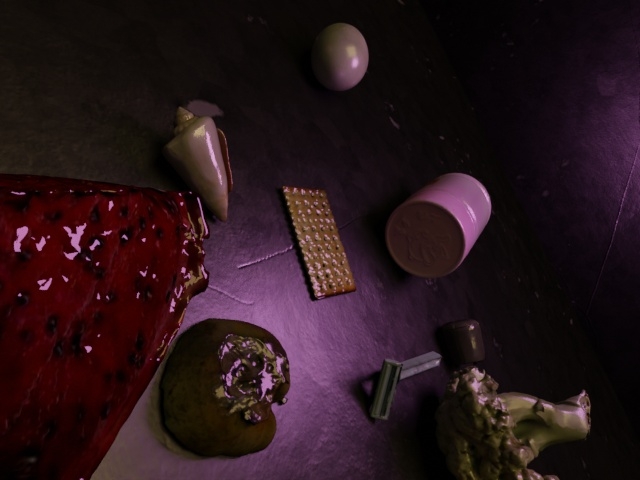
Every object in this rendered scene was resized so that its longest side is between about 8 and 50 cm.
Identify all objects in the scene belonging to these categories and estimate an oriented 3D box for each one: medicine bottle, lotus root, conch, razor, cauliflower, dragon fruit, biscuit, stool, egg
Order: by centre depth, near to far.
[{"bbox_3d":[-0.277,0.053,0.443,0.329,0.227,0.286,-50,141,-71],"label":"dragon fruit"},{"bbox_3d":[-0.101,0.187,0.573,0.203,0.077,0.183,17,56,-46],"label":"lotus root"},{"bbox_3d":[-0.176,-0.122,0.669,0.176,0.094,0.104,53,-2,-18],"label":"conch"},{"bbox_3d":[0.362,0.386,0.824,0.327,0.281,0.260,55,39,-25],"label":"cauliflower"},{"bbox_3d":[0.000,0.000,0.860,0.139,0.016,0.232,-3,70,-50],"label":"biscuit"},{"bbox_3d":[0.179,0.267,0.880,0.277,0.056,0.111,2,103,-56],"label":"razor"},{"bbox_3d":[0.355,0.253,1.062,0.096,0.096,0.110,6,69,-48],"label":"stool"},{"bbox_3d":[0.312,-0.050,1.110,0.315,0.202,0.202,-31,92,-54],"label":"medicine bottle"},{"bbox_3d":[0.050,-0.482,1.118,0.151,0.151,0.209,34,41,-33],"label":"egg"}]
